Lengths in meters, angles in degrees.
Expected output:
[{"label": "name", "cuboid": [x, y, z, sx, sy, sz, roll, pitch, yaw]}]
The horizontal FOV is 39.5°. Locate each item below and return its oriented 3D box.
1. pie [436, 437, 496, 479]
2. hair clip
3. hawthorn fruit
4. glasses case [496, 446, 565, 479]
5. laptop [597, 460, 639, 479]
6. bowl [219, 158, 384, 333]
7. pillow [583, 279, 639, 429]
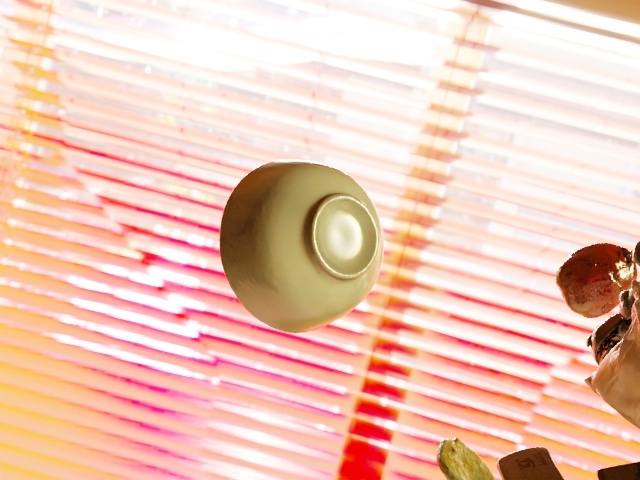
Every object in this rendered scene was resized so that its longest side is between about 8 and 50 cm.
[{"label": "pie", "cuboid": [0.294, 0.470, 1.761, 0.187, 0.041, 0.187, 41, -161, -18]}, {"label": "hair clip", "cuboid": [0.614, 0.119, 1.539, 0.310, 0.206, 0.194, -32, -131, -30]}, {"label": "hawthorn fruit", "cuboid": [0.688, 0.084, 2.160, 0.181, 0.235, 0.181, 31, -140, -30]}, {"label": "glasses case", "cuboid": [0.476, 0.566, 1.890, 0.131, 0.074, 0.323, -15, -154, -1]}, {"label": "laptop", "cuboid": [0.582, 0.489, 1.591, 0.135, 0.197, 0.016, -13, 143, 10]}, {"label": "bowl", "cuboid": [0.000, 0.000, 1.402, 0.289, 0.289, 0.146, 9, 168, -36]}, {"label": "pillow", "cuboid": [0.465, 0.168, 1.214, 0.067, 0.270, 0.173, -30, -125, -29]}]
